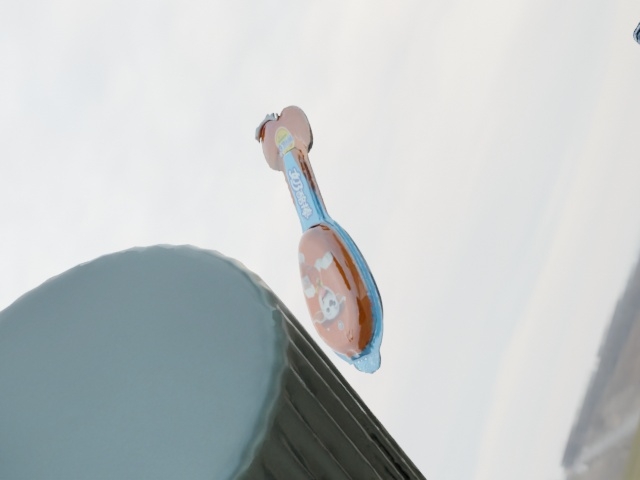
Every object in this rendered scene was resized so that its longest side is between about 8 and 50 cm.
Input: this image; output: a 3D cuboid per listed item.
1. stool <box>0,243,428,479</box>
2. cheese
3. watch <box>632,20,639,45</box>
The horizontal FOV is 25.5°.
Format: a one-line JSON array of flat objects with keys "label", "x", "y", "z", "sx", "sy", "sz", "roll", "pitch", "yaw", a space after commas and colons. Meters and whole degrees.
[{"label": "stool", "x": -0.066, "y": 0.201, "z": 0.841, "sx": 0.330, "sy": 0.297, "sz": 0.297, "roll": 58, "pitch": -136, "yaw": -40}, {"label": "cheese", "x": 0.000, "y": 0.000, "z": 1.266, "sx": 0.037, "sy": 0.256, "sz": 0.106, "roll": -15, "pitch": -10, "yaw": -35}, {"label": "watch", "x": 0.486, "y": -0.126, "z": 1.471, "sx": 0.068, "sy": 0.274, "sz": 0.276, "roll": -48, "pitch": 30, "yaw": 3}]
